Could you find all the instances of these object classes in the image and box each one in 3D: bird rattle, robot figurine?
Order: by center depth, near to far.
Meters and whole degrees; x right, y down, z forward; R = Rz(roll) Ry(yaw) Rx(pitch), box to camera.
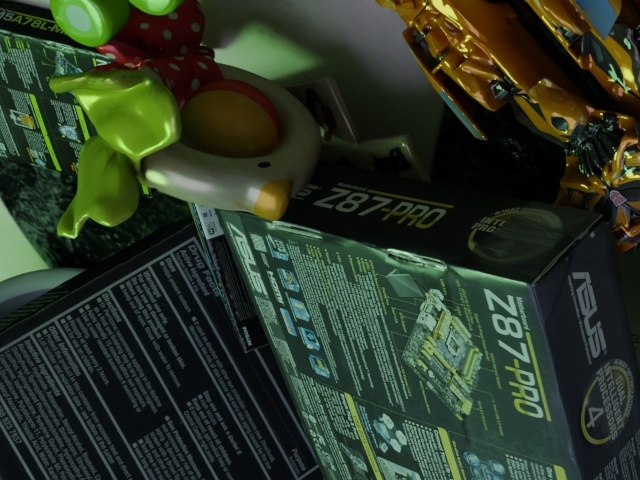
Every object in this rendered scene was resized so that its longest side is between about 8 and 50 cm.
[{"bbox_3d":[0.159,-0.110,0.784,0.291,0.085,0.211,51,147,3],"label":"robot figurine"},{"bbox_3d":[-0.101,-0.089,0.916,0.207,0.253,0.143,20,117,-1],"label":"bird rattle"}]

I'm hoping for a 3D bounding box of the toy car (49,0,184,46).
[{"bbox_3d":[-0.138,-0.258,0.802,0.149,0.155,0.188,-13,121,44],"label":"toy car"}]

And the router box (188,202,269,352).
[{"bbox_3d":[-0.084,-0.011,1.044,0.046,0.133,0.179,-19,118,-7],"label":"router box"}]

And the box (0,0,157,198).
[{"bbox_3d":[-0.247,-0.135,1.129,0.184,0.045,0.191,13,144,15],"label":"box"}]

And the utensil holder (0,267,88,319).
[{"bbox_3d":[-0.318,0.264,1.474,0.327,0.327,0.385,26,149,1],"label":"utensil holder"}]

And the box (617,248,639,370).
[{"bbox_3d":[0.193,0.049,1.034,0.275,0.094,0.113,13,143,20],"label":"box"}]

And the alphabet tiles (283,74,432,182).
[{"bbox_3d":[0.000,0.000,1.049,0.342,0.011,0.285,-3,117,54],"label":"alphabet tiles"}]

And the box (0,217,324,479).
[{"bbox_3d":[-0.188,0.177,1.183,0.296,0.294,0.183,62,157,-7],"label":"box"}]

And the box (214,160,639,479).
[{"bbox_3d":[0.103,0.137,0.940,0.318,0.097,0.395,15,134,47],"label":"box"}]
